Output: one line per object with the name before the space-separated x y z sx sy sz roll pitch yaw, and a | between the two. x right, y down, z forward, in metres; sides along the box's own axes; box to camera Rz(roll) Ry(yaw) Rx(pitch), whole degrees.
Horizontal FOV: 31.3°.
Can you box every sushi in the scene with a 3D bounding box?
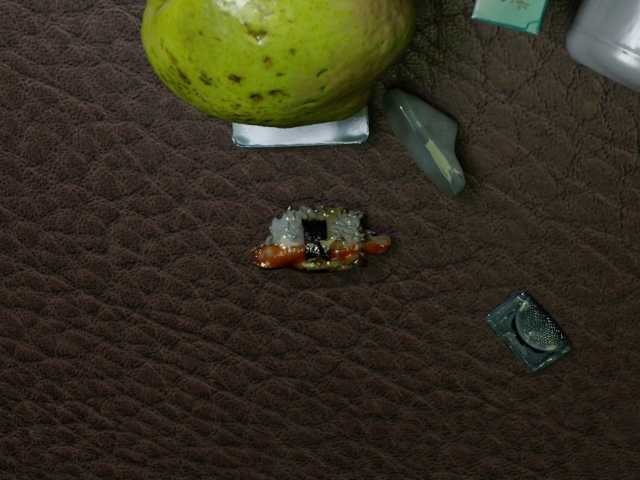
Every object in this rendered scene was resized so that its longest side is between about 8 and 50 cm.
sushi | 0.000 -0.004 1.816 0.226 0.097 0.103 0 118 -5

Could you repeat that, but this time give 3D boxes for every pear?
pear | -0.045 -0.330 1.563 0.391 0.391 0.391 4 112 9

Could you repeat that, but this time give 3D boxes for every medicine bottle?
medicine bottle | 0.491 -0.340 1.510 0.245 0.245 0.306 24 106 1

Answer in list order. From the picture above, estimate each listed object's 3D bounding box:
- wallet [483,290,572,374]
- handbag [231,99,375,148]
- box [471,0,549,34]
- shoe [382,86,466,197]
wallet | 0.337 0.151 1.849 0.088 0.026 0.129 -38 101 22
handbag | -0.030 -0.216 1.761 0.221 0.057 0.144 1 106 11
box | 0.273 -0.378 1.535 0.092 0.245 0.153 16 112 5
shoe | 0.173 -0.160 1.745 0.078 0.079 0.195 -34 95 -15
